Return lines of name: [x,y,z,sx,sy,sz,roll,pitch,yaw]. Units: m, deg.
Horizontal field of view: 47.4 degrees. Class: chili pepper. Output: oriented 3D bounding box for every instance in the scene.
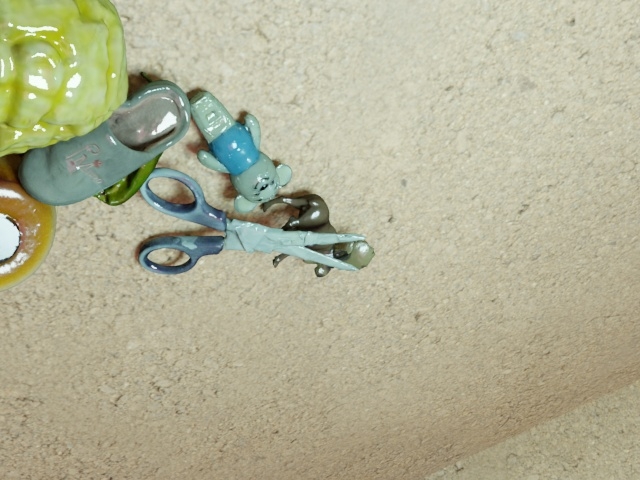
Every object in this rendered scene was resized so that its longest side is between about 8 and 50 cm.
chili pepper: [-0.263,-0.135,1.066,0.073,0.072,0.204,4,129,-52]

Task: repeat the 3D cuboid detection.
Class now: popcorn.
popcorn: [-0.356,-0.220,0.811,0.237,0.293,0.293,-35,160,-52]

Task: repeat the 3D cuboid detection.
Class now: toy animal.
toy animal: [0.000,0.000,1.309,0.185,0.094,0.214,-13,142,-6]

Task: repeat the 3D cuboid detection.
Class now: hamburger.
hamburger: [-0.477,-0.030,1.018,0.236,0.147,0.237,-17,120,-32]

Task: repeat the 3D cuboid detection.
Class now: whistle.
whistle: [-0.127,-0.135,1.126,0.114,0.077,0.236,-36,136,-2]

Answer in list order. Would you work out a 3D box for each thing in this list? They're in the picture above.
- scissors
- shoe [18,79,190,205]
scissors: [-0.113,-0.001,1.216,0.383,0.029,0.256,9,139,-9]
shoe: [-0.281,-0.130,0.968,0.251,0.100,0.103,-34,106,-11]
